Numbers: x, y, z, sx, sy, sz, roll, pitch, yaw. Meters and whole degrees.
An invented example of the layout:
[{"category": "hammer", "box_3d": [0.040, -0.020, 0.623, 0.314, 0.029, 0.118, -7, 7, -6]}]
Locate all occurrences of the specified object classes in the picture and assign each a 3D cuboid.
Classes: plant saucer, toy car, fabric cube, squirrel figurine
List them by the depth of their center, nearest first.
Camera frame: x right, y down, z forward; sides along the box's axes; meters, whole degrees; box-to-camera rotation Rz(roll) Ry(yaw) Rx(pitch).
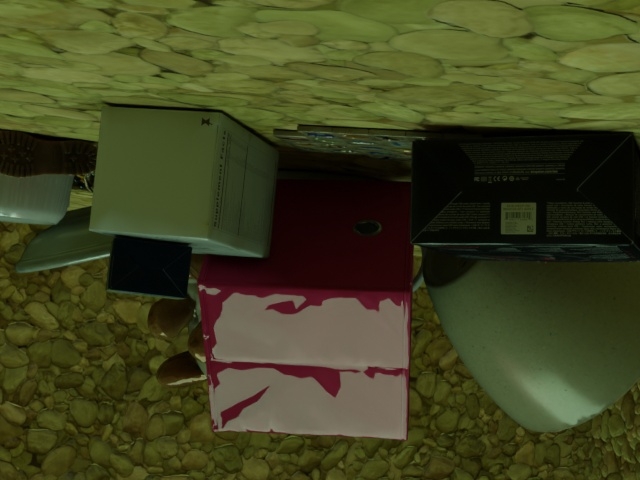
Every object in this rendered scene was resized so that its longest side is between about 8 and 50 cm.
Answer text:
[{"category": "fabric cube", "box_3d": [-0.006, 0.083, 1.510, 0.258, 0.259, 0.254, 2, -145, 6]}, {"category": "toy car", "box_3d": [-0.350, -0.103, 1.747, 0.060, 0.040, 0.122, 31, 168, -27]}, {"category": "squirrel figurine", "box_3d": [-0.130, 0.054, 2.016, 0.397, 0.370, 0.281, -32, -150, -30]}, {"category": "plant saucer", "box_3d": [-0.402, -0.025, 2.229, 0.400, 0.101, 0.400, -12, -176, 1]}]

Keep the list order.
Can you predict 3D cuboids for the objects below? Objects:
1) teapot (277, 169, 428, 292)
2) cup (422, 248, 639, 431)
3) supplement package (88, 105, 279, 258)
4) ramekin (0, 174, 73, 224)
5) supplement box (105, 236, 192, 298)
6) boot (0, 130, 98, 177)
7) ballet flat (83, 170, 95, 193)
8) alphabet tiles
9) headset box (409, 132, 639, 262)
[{"category": "teapot", "box_3d": [0.000, 0.000, 1.714, 0.252, 0.187, 0.256, 6, 176, -24]}, {"category": "cup", "box_3d": [0.279, 0.054, 1.538, 0.237, 0.331, 0.331, 36, 166, -19]}, {"category": "supplement package", "box_3d": [-0.144, -0.060, 1.279, 0.133, 0.139, 0.244, 4, 175, 13]}, {"category": "ramekin", "box_3d": [-0.456, -0.084, 1.651, 0.207, 0.109, 0.207, 5, 178, 0]}, {"category": "supplement box", "box_3d": [-0.185, 0.031, 1.224, 0.083, 0.056, 0.083, 8, 175, -13]}, {"category": "boot", "box_3d": [-0.382, -0.111, 1.525, 0.158, 0.059, 0.084, 5, -178, -24]}, {"category": "ballet flat", "box_3d": [-0.274, -0.089, 1.552, 0.073, 0.067, 0.206, 28, 168, -19]}, {"category": "alphabet tiles", "box_3d": [0.076, -0.105, 1.277, 0.237, 0.009, 0.198, 5, 177, 16]}, {"category": "headset box", "box_3d": [0.236, -0.036, 1.226, 0.218, 0.110, 0.293, 0, 175, 20]}]
